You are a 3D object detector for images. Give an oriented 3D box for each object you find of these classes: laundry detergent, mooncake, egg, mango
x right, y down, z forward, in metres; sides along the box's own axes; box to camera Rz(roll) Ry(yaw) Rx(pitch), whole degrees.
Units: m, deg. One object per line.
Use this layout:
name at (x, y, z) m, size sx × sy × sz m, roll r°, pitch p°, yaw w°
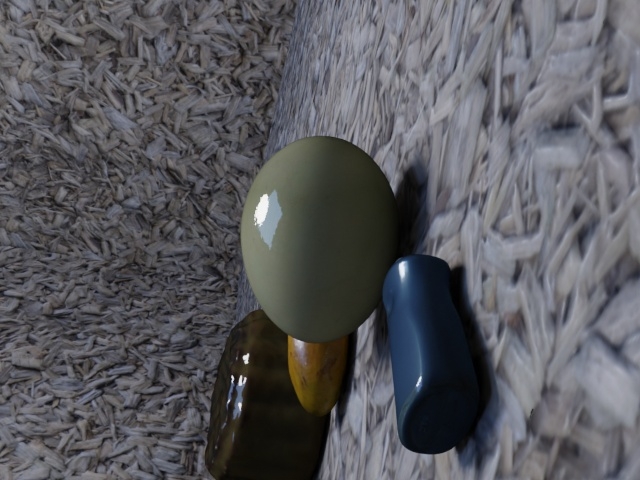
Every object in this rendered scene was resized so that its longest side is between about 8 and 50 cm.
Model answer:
laundry detergent at (0.090, 0.080, 0.706) m, size 0.206 × 0.061 × 0.097 m, roll -92°, pitch 6°, yaw -53°
mooncake at (-0.087, 0.254, 1.297) m, size 0.290 × 0.161 × 0.291 m, roll -169°, pitch 90°, yaw -80°
egg at (0.000, 0.000, 0.939) m, size 0.186 × 0.185 × 0.242 m, roll -153°, pitch 61°, yaw -80°
mango at (-0.005, 0.153, 1.117) m, size 0.115 × 0.089 × 0.165 m, roll 110°, pitch 163°, yaw -55°
